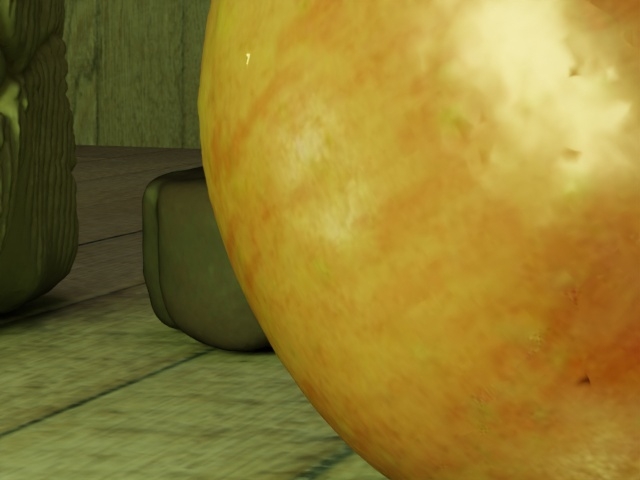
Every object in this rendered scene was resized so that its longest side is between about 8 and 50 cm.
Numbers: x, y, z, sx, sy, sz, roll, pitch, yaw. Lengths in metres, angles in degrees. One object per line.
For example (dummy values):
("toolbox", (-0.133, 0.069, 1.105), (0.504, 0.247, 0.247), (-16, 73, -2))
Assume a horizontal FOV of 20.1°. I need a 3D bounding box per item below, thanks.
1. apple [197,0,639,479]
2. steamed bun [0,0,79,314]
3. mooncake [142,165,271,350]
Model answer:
("apple", (0.123, -0.046, 0.712), (0.364, 0.364, 0.364), (1, 6, 0))
("steamed bun", (-0.312, -0.103, 1.268), (0.255, 0.342, 0.367), (-2, -11, 5))
("mooncake", (0.000, 0.000, 1.221), (0.245, 0.133, 0.245), (1, 7, 0))
